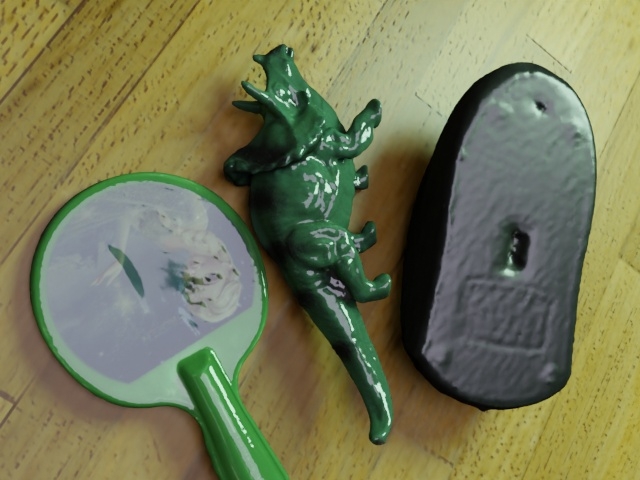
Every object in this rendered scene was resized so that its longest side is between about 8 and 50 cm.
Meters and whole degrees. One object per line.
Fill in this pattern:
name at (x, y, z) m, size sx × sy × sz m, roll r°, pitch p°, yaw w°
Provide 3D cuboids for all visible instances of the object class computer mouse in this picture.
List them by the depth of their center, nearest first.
computer mouse at (0.139, -0.002, 0.628) m, size 0.138 × 0.086 × 0.269 m, roll 10°, pitch 86°, yaw -12°

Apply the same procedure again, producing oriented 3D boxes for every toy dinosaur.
toy dinosaur at (0.015, -0.007, 0.584) m, size 0.120 × 0.079 × 0.292 m, roll -26°, pitch 89°, yaw -18°

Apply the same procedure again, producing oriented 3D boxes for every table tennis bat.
table tennis bat at (-0.095, 0.072, 0.548) m, size 0.160 × 0.039 × 0.257 m, roll -28°, pitch 90°, yaw -22°
